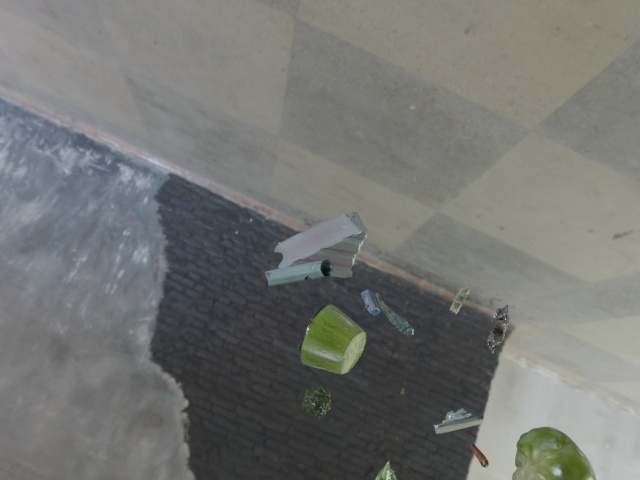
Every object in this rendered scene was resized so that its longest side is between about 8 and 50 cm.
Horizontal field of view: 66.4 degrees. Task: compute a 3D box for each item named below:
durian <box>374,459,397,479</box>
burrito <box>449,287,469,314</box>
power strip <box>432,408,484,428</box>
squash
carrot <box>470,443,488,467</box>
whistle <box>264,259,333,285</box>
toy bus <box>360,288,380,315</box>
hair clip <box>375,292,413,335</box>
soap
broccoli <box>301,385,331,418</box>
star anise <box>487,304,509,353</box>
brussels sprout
[{"bbox_3d":[0.259,1.094,1.973,0.163,0.394,0.198,18,119,11],"label":"durian"},{"bbox_3d":[0.626,0.268,2.200,0.045,0.185,0.041,21,134,22],"label":"burrito"},{"bbox_3d":[0.531,0.691,1.898,0.198,0.064,0.213,-17,152,7],"label":"power strip"},{"bbox_3d":[0.031,0.256,1.233,0.123,0.170,0.170,24,165,27],"label":"squash"},{"bbox_3d":[0.576,0.779,1.772,0.032,0.032,0.093,34,-169,-29],"label":"carrot"},{"bbox_3d":[-0.087,0.117,1.716,0.312,0.062,0.062,-13,141,43],"label":"whistle"},{"bbox_3d":[0.251,0.312,2.460,0.051,0.061,0.153,43,-163,-35],"label":"toy bus"},{"bbox_3d":[0.293,0.302,2.000,0.229,0.036,0.066,48,143,27],"label":"hair clip"},{"bbox_3d":[0.000,0.000,1.893,0.302,0.159,0.257,7,132,-18],"label":"soap"},{"bbox_3d":[-0.016,0.810,2.468,0.146,0.162,0.138,20,180,1],"label":"broccoli"},{"bbox_3d":[0.679,0.348,1.880,0.065,0.195,0.182,15,116,20],"label":"star anise"},{"bbox_3d":[0.845,0.851,1.778,0.274,0.316,0.243,11,174,40],"label":"brussels sprout"}]
